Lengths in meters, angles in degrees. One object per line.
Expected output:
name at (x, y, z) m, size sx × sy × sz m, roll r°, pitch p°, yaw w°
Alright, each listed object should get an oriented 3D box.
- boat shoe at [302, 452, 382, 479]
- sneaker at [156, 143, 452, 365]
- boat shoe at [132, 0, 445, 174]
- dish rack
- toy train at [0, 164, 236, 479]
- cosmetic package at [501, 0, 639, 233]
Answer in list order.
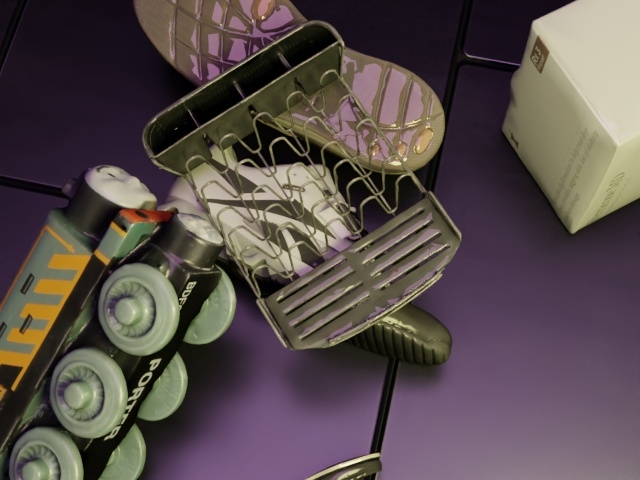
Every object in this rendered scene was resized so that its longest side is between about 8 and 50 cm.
boat shoe at (-0.001, 0.236, 1.016) m, size 0.133 × 0.049 × 0.042 m, roll -23°, pitch 75°, yaw -5°
sneaker at (0.000, 0.000, 1.067) m, size 0.330 × 0.122 × 0.146 m, roll 30°, pitch 74°, yaw 12°
boat shoe at (-0.039, -0.167, 1.132) m, size 0.355 × 0.130 × 0.132 m, roll 34°, pitch 83°, yaw 6°
dish rack at (-0.012, -0.045, 0.986) m, size 0.208 × 0.074 × 0.271 m, roll -33°, pitch 66°, yaw -1°
toy train at (-0.217, 0.096, 0.973) m, size 0.190 × 0.142 × 0.334 m, roll 37°, pitch 106°, yaw 19°
cosmetic package at (0.388, -0.184, 1.085) m, size 0.385 × 0.217 × 0.156 m, roll -29°, pitch 70°, yaw -8°
